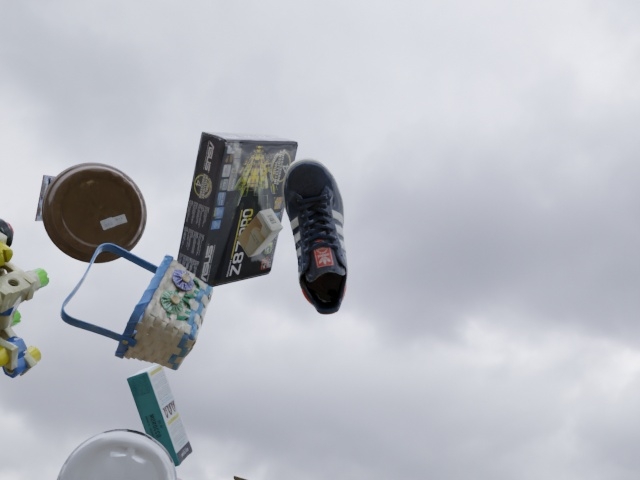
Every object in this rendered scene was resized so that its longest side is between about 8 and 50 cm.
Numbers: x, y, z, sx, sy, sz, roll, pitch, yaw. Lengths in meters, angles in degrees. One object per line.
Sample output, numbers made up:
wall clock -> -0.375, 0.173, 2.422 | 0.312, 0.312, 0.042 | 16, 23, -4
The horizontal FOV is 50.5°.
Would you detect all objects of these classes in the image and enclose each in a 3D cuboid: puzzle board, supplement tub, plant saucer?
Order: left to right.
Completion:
puzzle board -> -0.752, -0.116, 1.864 | 0.011, 0.128, 0.096 | 11, 2, -4
plant saucer -> -0.599, -0.077, 1.820 | 0.277, 0.278, 0.041 | 29, -21, -24
supplement tub -> -0.365, 0.453, 1.194 | 0.193, 0.194, 0.316 | 18, -30, -10

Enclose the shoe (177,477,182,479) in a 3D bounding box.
shoe -> -0.347, 0.560, 1.468 | 0.058, 0.077, 0.219 | 37, -4, -3

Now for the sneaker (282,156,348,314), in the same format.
sneaker -> 0.000, 0.000, 1.452 | 0.131, 0.148, 0.350 | -12, -66, 0

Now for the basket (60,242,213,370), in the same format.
basket -> -0.401, 0.137, 1.519 | 0.288, 0.255, 0.201 | 21, -52, -9

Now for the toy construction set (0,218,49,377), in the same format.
toy construction set -> -0.537, 0.049, 0.969 | 0.327, 0.151, 0.215 | 25, -63, 0

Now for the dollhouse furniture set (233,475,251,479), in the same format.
dollhouse furniture set -> -0.238, 0.729, 1.712 | 0.259, 0.262, 0.135 | 13, -18, 14

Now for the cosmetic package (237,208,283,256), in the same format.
cosmetic package -> -0.143, -0.017, 1.597 | 0.041, 0.060, 0.115 | -17, -23, -47

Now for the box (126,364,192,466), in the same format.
box -> -0.401, 0.440, 1.699 | 0.060, 0.244, 0.100 | -19, -1, 9

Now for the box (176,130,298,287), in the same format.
box -> -0.218, -0.085, 1.790 | 0.097, 0.395, 0.318 | 23, 16, 30
